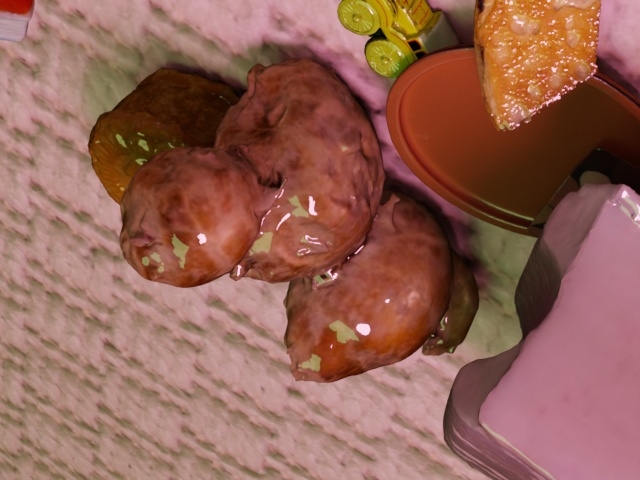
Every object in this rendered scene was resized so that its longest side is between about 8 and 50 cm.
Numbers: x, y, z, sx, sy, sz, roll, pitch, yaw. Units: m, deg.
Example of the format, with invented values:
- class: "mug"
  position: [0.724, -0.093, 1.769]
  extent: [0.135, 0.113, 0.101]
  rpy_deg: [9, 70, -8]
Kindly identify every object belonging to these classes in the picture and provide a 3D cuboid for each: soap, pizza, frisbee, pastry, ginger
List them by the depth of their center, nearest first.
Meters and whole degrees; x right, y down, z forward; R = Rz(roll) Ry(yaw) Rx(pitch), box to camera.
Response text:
- class: "pizza"
  position: [0.166, -0.162, 1.393]
  extent: [0.099, 0.036, 0.160]
  rpy_deg: [3, 99, 12]
- class: "soap"
  position: [0.281, 0.149, 1.445]
  extent: [0.350, 0.213, 0.435]
  rpy_deg: [29, 174, 4]
- class: "frisbee"
  position: [0.174, -0.080, 1.522]
  extent: [0.250, 0.021, 0.251]
  rpy_deg: [17, 150, 10]
- class: "ginger"
  position: [0.000, 0.000, 1.669]
  extent: [0.375, 0.256, 0.176]
  rpy_deg: [38, 157, -30]
- class: "pastry"
  position: [-0.130, -0.078, 1.796]
  extent: [0.188, 0.103, 0.189]
  rpy_deg: [25, 147, 18]

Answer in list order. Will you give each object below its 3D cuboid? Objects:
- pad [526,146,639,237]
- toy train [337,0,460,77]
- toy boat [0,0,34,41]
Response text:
- class: "pad"
  position: [0.303, 0.012, 1.542]
  extent: [0.235, 0.003, 0.158]
  rpy_deg: [29, 149, -1]
- class: "toy train"
  position: [0.018, -0.240, 1.484]
  extent: [0.085, 0.053, 0.250]
  rpy_deg: [-14, 123, 43]
- class: "toy boat"
  position: [-0.385, -0.316, 1.693]
  extent: [0.332, 0.145, 0.133]
  rpy_deg: [45, 149, -2]
